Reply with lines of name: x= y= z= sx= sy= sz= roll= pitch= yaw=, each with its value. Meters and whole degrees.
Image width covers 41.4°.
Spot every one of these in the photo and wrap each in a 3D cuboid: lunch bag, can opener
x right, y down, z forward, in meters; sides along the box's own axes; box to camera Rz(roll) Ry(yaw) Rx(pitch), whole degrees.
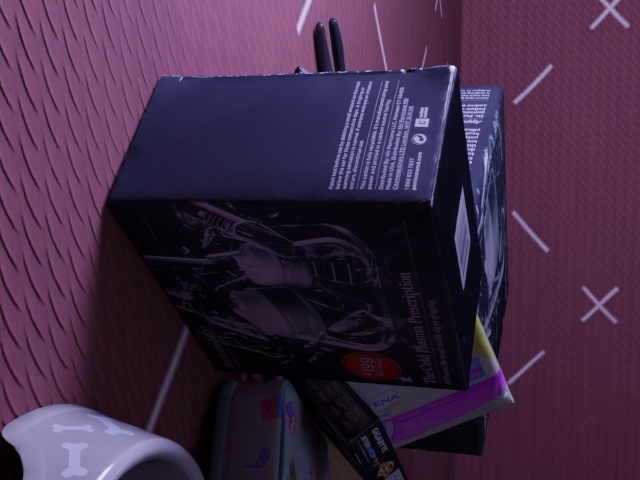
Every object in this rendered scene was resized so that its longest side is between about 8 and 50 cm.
lunch bag: x=-0.058 y=0.310 z=1.085 sx=0.279 sy=0.107 sz=0.224 roll=71 pitch=15 yaw=-54
can opener: x=0.021 y=-0.280 z=1.420 sx=0.059 sy=0.073 sz=0.186 roll=-33 pitch=130 yaw=-21

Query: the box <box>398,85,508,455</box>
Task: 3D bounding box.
box: x=0.169 y=0.036 z=1.517 sx=0.472 sy=0.297 sz=0.480 roll=-63 pitch=150 yaw=-51

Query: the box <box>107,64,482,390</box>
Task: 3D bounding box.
box: x=0.000 y=0.000 z=0.917 sx=0.343 sy=0.312 sz=0.179 roll=69 pitch=29 yaw=-50

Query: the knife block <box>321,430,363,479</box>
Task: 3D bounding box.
knife block: x=0.055 y=0.438 z=1.281 sx=0.088 sy=0.242 sz=0.276 roll=-26 pitch=128 yaw=-19

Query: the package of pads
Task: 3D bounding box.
package of pads: x=0.120 y=0.152 z=1.214 sx=0.101 sy=0.229 sz=0.297 roll=-99 pitch=164 yaw=-59

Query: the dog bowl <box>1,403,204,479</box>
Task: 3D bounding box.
dog bowl: x=-0.190 y=0.312 z=0.688 sx=0.348 sy=0.102 sz=0.349 roll=2 pitch=90 yaw=-74

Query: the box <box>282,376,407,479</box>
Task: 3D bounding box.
box: x=0.017 y=0.225 z=1.140 sx=0.051 sy=0.220 sz=0.175 roll=-36 pitch=138 yaw=-12

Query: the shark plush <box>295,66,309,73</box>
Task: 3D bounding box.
shark plush: x=0.008 y=-0.213 z=1.334 sx=0.161 sy=0.067 sz=0.073 roll=45 pitch=48 yaw=-67
